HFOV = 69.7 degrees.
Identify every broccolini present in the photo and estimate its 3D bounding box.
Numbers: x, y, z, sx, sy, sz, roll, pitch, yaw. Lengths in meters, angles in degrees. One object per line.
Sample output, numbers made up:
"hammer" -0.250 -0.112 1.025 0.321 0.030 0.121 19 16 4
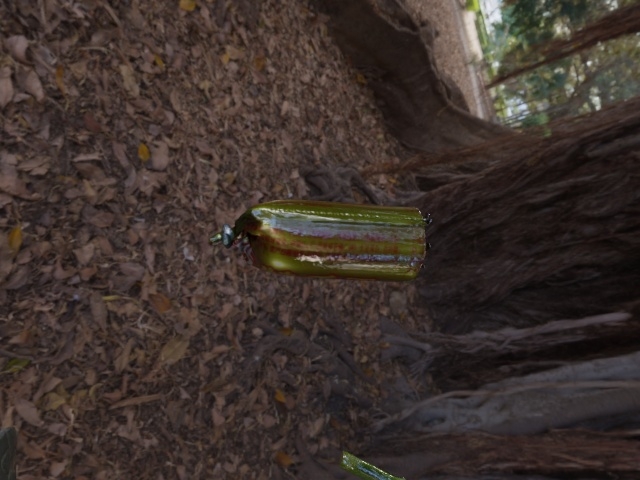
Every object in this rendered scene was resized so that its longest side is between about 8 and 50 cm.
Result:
"broccolini" 0.126 0.273 0.454 0.051 0.239 0.054 -59 166 -14

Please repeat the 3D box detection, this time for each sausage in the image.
"sausage" 0.001 0.000 0.670 0.125 0.317 0.117 132 -42 -69

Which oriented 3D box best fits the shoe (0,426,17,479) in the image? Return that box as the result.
"shoe" -0.379 0.241 0.487 0.099 0.169 0.071 2 71 -31
